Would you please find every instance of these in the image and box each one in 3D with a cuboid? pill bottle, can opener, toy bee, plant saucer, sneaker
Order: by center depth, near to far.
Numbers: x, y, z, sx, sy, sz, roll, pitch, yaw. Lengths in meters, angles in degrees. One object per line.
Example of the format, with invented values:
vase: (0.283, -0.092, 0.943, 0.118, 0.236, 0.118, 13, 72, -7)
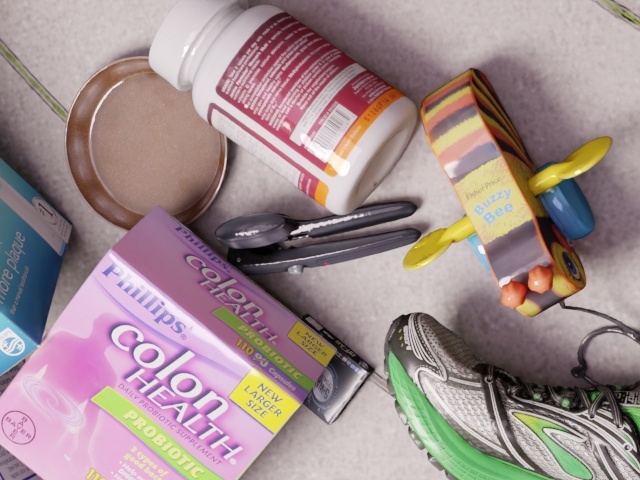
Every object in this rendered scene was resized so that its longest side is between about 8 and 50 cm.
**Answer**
toy bee: (0.177, -0.009, 1.381, 0.298, 0.162, 0.195, 40, 108, 11)
sneaker: (0.207, 0.159, 1.412, 0.343, 0.134, 0.146, 33, 115, 4)
pill bottle: (-0.034, -0.130, 1.460, 0.221, 0.121, 0.121, 37, 109, 12)
can opener: (0.000, 0.000, 1.504, 0.186, 0.073, 0.059, -5, 89, 12)
plant saucer: (-0.160, -0.089, 1.564, 0.168, 0.029, 0.168, 4, 101, 20)

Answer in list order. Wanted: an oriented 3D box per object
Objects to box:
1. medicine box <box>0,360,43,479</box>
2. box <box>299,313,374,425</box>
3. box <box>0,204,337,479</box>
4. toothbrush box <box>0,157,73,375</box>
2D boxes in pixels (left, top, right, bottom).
medicine box: (-0.415, 0.204, 1.640, 0.263, 0.149, 0.289, -32, 86, 22)
box: (-0.002, 0.119, 1.543, 0.083, 0.018, 0.067, 40, 109, 10)
box: (-0.148, 0.135, 1.513, 0.213, 0.117, 0.243, 39, 116, -1)
toothbrush box: (-0.380, -0.024, 1.495, 0.126, 0.216, 0.295, -37, 113, 20)
